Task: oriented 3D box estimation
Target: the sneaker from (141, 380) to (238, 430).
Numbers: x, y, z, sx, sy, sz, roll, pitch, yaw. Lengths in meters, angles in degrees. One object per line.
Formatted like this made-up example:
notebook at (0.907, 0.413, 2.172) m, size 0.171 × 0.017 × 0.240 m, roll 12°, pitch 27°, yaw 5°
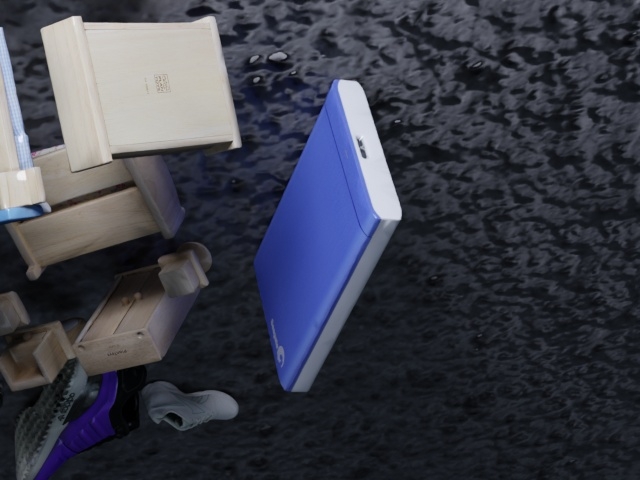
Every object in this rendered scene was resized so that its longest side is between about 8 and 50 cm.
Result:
sneaker at (-0.185, 0.246, 2.013) m, size 0.152 × 0.061 × 0.054 m, roll 12°, pitch 133°, yaw -31°

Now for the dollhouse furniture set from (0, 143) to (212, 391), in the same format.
dollhouse furniture set at (-0.291, -0.036, 1.651) m, size 0.303 × 0.174 × 0.356 m, roll -15°, pitch 114°, yaw 21°

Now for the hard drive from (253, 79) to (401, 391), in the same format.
hard drive at (0.000, 0.000, 1.643) m, size 0.040 × 0.210 × 0.319 m, roll 3°, pitch 139°, yaw -22°

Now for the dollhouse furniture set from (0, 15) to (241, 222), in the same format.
dollhouse furniture set at (-0.278, -0.169, 1.428) m, size 0.303 × 0.286 × 0.198 m, roll -12°, pitch 180°, yaw 36°

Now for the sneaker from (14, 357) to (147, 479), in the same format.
sneaker at (-0.325, 0.254, 1.945) m, size 0.146 × 0.102 × 0.293 m, roll 10°, pitch 136°, yaw -28°

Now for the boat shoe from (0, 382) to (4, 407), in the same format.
boat shoe at (-0.491, 0.225, 1.909) m, size 0.125 × 0.038 × 0.046 m, roll -13°, pitch 142°, yaw -2°
